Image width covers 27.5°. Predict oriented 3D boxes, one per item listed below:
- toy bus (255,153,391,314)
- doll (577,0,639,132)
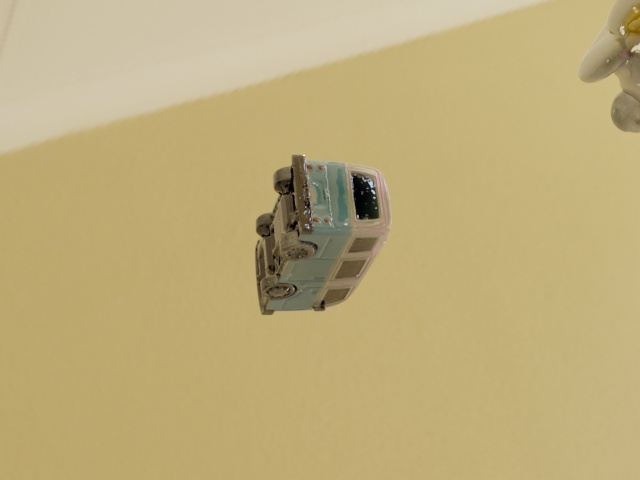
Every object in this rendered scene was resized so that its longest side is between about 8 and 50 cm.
[{"bbox_3d":[0.000,0.000,0.851,0.074,0.060,0.123,2,-29,-15],"label":"toy bus"},{"bbox_3d":[0.236,-0.233,0.709,0.099,0.188,0.384,-56,-16,-60],"label":"doll"}]
